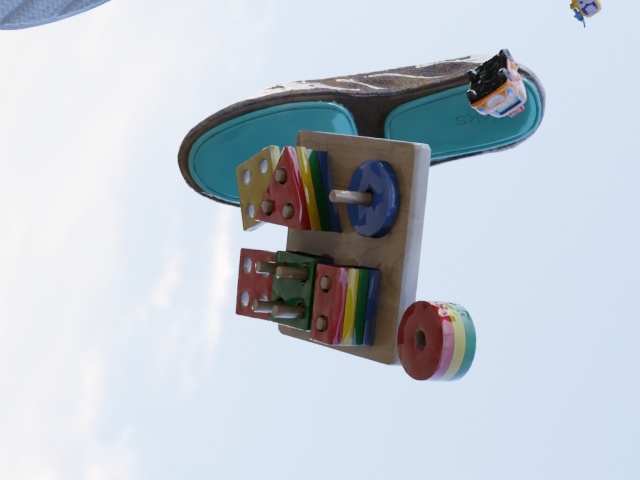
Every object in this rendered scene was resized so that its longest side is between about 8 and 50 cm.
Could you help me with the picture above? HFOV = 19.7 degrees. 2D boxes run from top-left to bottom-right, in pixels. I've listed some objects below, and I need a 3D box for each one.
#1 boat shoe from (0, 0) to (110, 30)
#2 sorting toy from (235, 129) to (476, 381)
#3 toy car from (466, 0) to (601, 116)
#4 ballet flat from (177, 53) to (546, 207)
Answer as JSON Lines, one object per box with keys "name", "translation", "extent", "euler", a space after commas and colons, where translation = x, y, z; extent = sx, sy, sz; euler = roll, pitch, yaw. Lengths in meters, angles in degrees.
{"name": "boat shoe", "translation": [-0.122, -0.245, 1.179], "extent": [0.302, 0.109, 0.094], "euler": [-38, -140, -12]}
{"name": "sorting toy", "translation": [0.000, 0.000, 1.126], "extent": [0.274, 0.046, 0.132], "euler": [12, -83, 57]}
{"name": "toy car", "translation": [0.156, -0.129, 1.288], "extent": [0.122, 0.040, 0.060], "euler": [-39, -158, 6]}
{"name": "ballet flat", "translation": [0.031, -0.096, 1.559], "extent": [0.106, 0.316, 0.107], "euler": [-116, -161, -65]}
